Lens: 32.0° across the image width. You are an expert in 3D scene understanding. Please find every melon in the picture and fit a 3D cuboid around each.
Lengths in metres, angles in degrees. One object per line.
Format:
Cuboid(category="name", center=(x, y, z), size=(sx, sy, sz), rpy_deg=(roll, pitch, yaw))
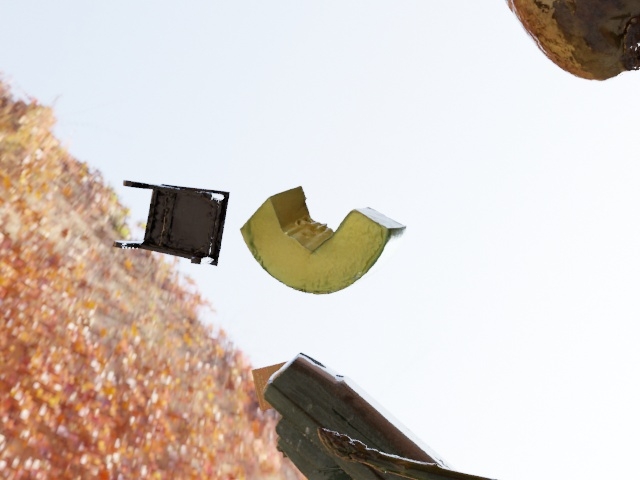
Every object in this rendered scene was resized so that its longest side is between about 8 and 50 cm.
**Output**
Cuboid(category="melon", center=(0.000, 0.000, 1.292), size=(0.209, 0.064, 0.118), rpy_deg=(25, -70, 34))

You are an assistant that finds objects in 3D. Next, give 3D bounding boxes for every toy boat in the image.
Cuboid(category="toy boat", center=(0.057, 0.196, 0.889), size=(0.260, 0.078, 0.085), rpy_deg=(40, -82, 3))

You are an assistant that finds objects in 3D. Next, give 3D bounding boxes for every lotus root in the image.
Cuboid(category="lotus root", center=(0.232, -0.236, 1.007), size=(0.138, 0.138, 0.214), rpy_deg=(-46, -109, 15))

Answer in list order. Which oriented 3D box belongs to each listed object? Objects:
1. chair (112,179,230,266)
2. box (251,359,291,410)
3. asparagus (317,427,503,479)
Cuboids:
Cuboid(category="chair", center=(-0.153, -0.022, 1.261), size=(0.101, 0.212, 0.084), rpy_deg=(11, -88, 7))
Cuboid(category="box", center=(-0.045, 0.170, 1.318), size=(0.082, 0.023, 0.052), rpy_deg=(-20, -98, 49))
Cuboid(category="asparagus", center=(0.051, 0.128, 0.635), size=(0.114, 0.014, 0.015), rpy_deg=(16, -96, -6))
